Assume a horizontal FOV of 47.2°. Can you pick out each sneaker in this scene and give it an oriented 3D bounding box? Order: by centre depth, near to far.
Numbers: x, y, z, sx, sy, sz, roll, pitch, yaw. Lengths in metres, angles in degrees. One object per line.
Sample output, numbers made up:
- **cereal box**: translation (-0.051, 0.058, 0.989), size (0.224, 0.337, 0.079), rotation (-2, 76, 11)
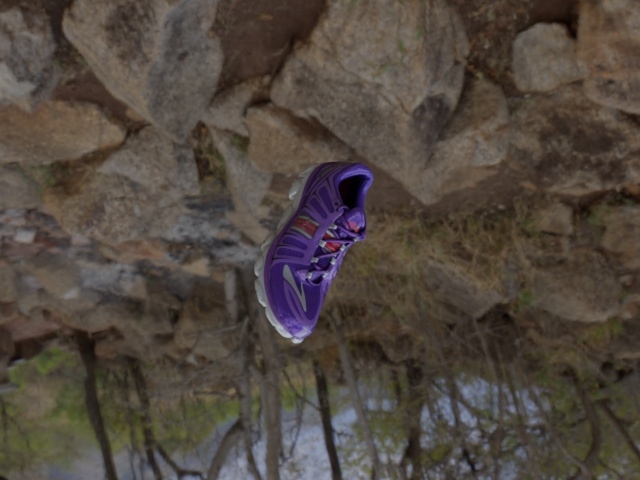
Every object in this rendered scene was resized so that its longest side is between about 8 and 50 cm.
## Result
- **sneaker**: translation (0.000, 0.000, 0.592), size (0.071, 0.169, 0.068), rotation (-9, 143, 40)
